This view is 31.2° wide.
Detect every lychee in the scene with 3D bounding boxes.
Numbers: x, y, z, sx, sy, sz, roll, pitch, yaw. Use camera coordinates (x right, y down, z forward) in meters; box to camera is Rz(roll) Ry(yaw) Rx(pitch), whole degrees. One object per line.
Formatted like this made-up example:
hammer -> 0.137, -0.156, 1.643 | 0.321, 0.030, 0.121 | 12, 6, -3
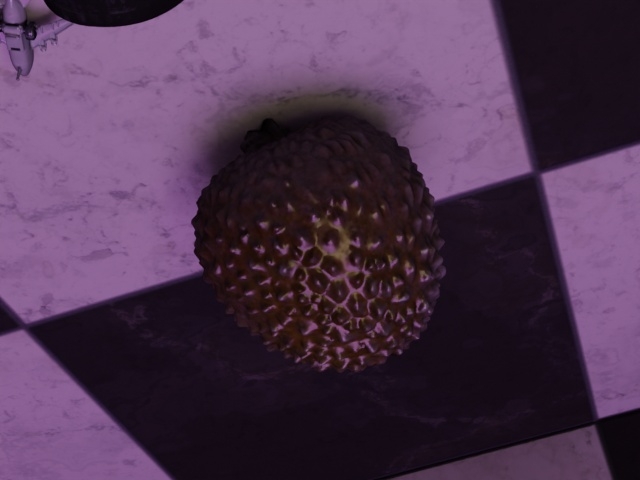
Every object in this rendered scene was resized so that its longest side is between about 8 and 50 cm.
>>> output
lychee -> 0.000, 0.000, 1.787 | 0.380, 0.432, 0.380 | -29, 167, -7

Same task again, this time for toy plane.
toy plane -> -0.419, -0.289, 1.585 | 0.162, 0.066, 0.171 | 6, 136, -1

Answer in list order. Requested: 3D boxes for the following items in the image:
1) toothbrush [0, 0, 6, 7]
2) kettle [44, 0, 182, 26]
toothbrush -> -0.552, -0.348, 1.482 | 0.288, 0.021, 0.024 | 15, 148, -16
kettle -> -0.290, -0.428, 1.339 | 0.268, 0.207, 0.290 | 19, 148, 20
